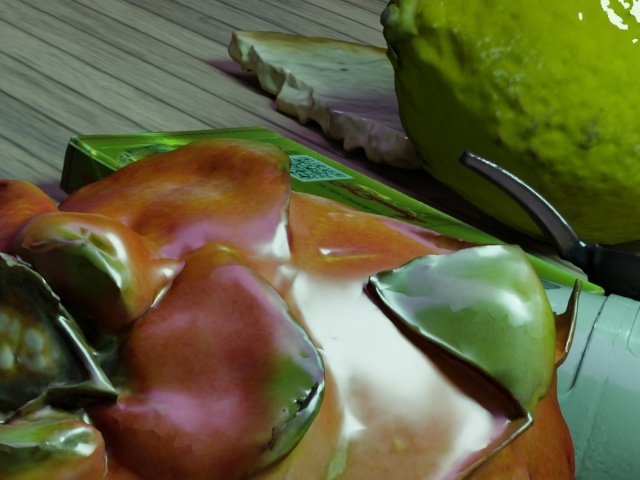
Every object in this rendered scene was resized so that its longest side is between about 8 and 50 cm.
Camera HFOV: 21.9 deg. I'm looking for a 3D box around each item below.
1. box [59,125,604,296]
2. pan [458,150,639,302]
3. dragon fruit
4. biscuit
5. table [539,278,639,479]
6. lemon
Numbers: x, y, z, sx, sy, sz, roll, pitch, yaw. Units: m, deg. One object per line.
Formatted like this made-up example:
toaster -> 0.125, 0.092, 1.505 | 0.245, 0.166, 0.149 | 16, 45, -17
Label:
box -> 0.000, 0.000, 1.012 | 0.173, 0.043, 0.311 | -8, 27, -45
pan -> 0.170, 0.012, 0.991 | 0.212, 0.040, 0.115 | 29, -2, 2
dragon fruit -> -0.028, 0.076, 0.522 | 0.227, 0.224, 0.224 | 4, 19, -35
biscuit -> 0.066, -0.114, 1.384 | 0.204, 0.040, 0.309 | -1, 22, -30
table -> 0.146, 0.094, 0.692 | 0.220, 0.126, 0.126 | 16, 19, 14
lemon -> 0.182, -0.122, 1.140 | 0.310, 0.253, 0.253 | 7, 18, -29
